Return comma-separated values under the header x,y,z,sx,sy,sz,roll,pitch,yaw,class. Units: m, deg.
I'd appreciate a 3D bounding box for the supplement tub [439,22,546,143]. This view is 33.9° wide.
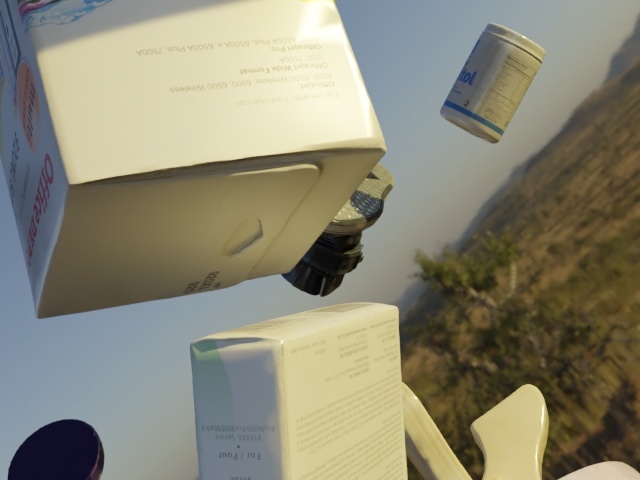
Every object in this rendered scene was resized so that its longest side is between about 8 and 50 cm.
x,y,z,sx,sy,sz,roll,pitch,yaw,class
0.176,-0.160,1.079,0.107,0.071,0.071,-63,-7,6,supplement tub

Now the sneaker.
x,y,z,sx,sy,sz,roll,pitch,yaw,class
0.002,0.001,1.175,0.163,0.086,0.226,-57,-8,21,sneaker

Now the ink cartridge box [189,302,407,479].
x,y,z,sx,sy,sz,roll,pitch,yaw,class
0.000,0.152,0.570,0.056,0.225,0.181,-1,1,22,ink cartridge box

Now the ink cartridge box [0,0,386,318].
x,y,z,sx,sy,sz,roll,pitch,yaw,class
-0.097,-0.101,0.598,0.168,0.233,0.171,-10,-21,-24,ink cartridge box

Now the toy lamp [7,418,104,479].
x,y,z,sx,sy,sz,roll,pitch,yaw,class
-0.150,0.246,0.821,0.080,0.080,0.275,-42,-44,-18,toy lamp

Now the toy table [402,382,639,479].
x,y,z,sx,sy,sz,roll,pitch,yaw,class
0.126,0.245,0.883,0.274,0.161,0.252,-25,-49,-20,toy table
